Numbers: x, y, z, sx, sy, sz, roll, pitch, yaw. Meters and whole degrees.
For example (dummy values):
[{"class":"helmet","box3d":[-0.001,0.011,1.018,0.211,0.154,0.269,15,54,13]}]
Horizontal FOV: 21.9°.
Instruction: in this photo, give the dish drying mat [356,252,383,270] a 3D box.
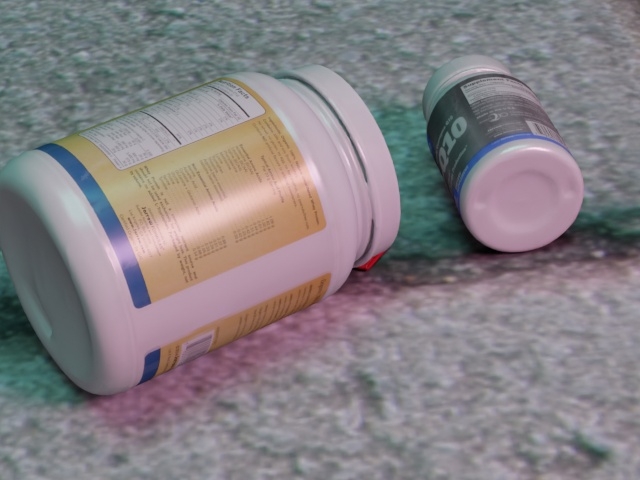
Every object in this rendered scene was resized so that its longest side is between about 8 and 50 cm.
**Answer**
[{"class":"dish drying mat","box3d":[0.000,0.000,1.039,0.083,0.008,0.032,14,38,27]}]

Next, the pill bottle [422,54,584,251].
[{"class":"pill bottle","box3d":[0.111,-0.059,1.047,0.078,0.078,0.137,-10,33,-6]}]

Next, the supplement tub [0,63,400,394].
[{"class":"supplement tub","box3d":[-0.070,-0.012,0.946,0.200,0.144,0.144,-24,37,-25]}]
